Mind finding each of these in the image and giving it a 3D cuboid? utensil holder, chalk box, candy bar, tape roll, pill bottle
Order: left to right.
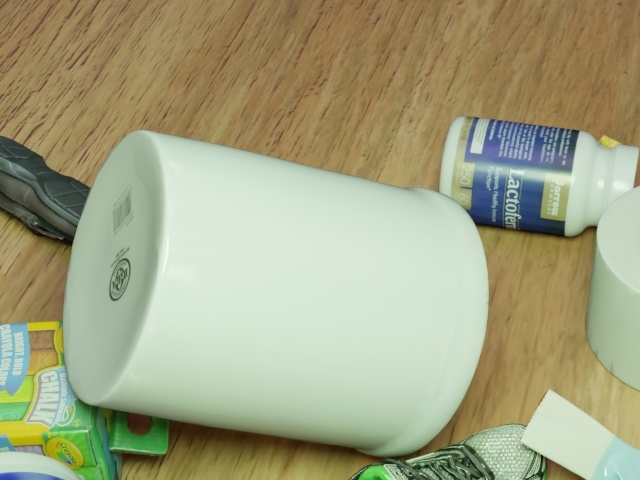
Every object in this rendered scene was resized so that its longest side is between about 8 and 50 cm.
[{"bbox_3d":[-0.327,0.216,1.561,0.289,0.179,0.180,-4,43,0],"label":"chalk box"},{"bbox_3d":[-0.060,0.065,1.491,0.385,0.328,0.328,11,35,-28],"label":"utensil holder"},{"bbox_3d":[0.309,-0.087,1.864,0.264,0.153,0.153,8,44,13],"label":"pill bottle"},{"bbox_3d":[0.394,-0.113,1.986,0.161,0.018,0.040,-34,50,-29],"label":"candy bar"},{"bbox_3d":[0.468,0.062,1.679,0.246,0.169,0.246,-2,43,2],"label":"tape roll"}]

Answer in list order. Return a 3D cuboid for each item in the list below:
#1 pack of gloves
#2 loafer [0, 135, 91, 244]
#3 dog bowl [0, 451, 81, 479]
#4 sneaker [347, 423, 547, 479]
[{"bbox_3d":[0.307,0.310,1.483,0.232,0.046,0.195,34,59,5],"label":"pack of gloves"},{"bbox_3d":[-0.410,-0.053,1.946,0.302,0.095,0.109,34,24,28],"label":"loafer"},{"bbox_3d":[-0.351,0.346,1.358,0.265,0.265,0.104,-20,48,-17],"label":"dog bowl"},{"bbox_3d":[0.118,0.298,1.464,0.343,0.146,0.134,-27,47,-25],"label":"sneaker"}]
